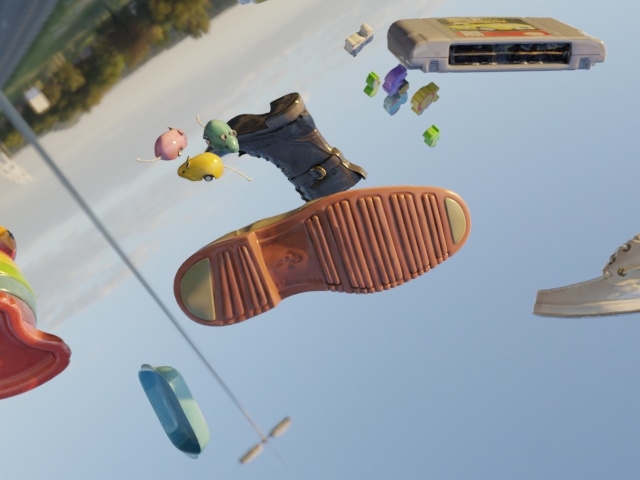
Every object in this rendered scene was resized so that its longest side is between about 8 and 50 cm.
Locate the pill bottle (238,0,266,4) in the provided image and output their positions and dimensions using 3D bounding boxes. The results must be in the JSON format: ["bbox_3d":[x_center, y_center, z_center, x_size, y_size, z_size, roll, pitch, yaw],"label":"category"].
[{"bbox_3d":[-0.123,-0.541,1.789,0.116,0.065,0.065,-13,-156,24],"label":"pill bottle"}]

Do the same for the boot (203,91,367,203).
[{"bbox_3d":[-0.070,-0.145,1.609,0.262,0.229,0.091,-18,-146,31],"label":"boot"}]

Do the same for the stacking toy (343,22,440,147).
[{"bbox_3d":[0.122,-0.243,1.386,0.052,0.167,0.221,-43,163,-5],"label":"stacking toy"}]

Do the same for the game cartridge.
[{"bbox_3d":[0.257,-0.302,1.285,0.294,0.060,0.196,-3,-159,-8],"label":"game cartridge"}]

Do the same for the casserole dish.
[{"bbox_3d":[-0.247,0.285,1.441,0.037,0.189,0.114,-33,-166,-37],"label":"casserole dish"}]

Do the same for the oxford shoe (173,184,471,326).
[{"bbox_3d":[0.000,0.000,1.134,0.396,0.141,0.146,-12,-167,1],"label":"oxford shoe"}]

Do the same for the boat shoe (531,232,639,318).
[{"bbox_3d":[0.390,0.039,1.015,0.276,0.096,0.098,-10,173,18],"label":"boat shoe"}]

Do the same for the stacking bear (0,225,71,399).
[{"bbox_3d":[-0.486,0.075,1.202,0.164,0.175,0.289,-34,-136,1],"label":"stacking bear"}]

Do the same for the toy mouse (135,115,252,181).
[{"bbox_3d":[-0.173,-0.140,1.172,0.160,0.031,0.143,-1,-134,-1],"label":"toy mouse"}]
